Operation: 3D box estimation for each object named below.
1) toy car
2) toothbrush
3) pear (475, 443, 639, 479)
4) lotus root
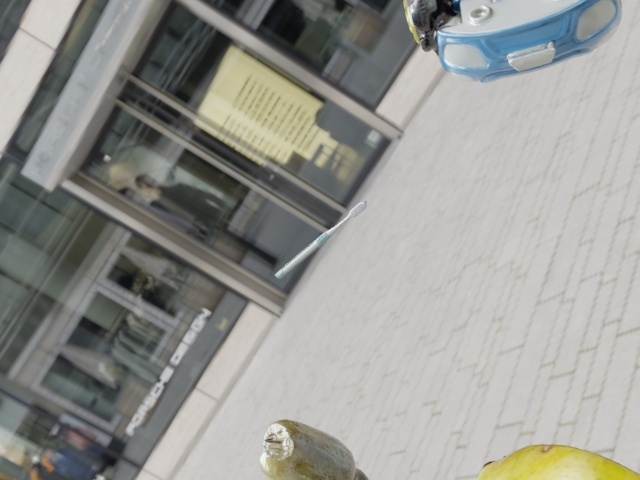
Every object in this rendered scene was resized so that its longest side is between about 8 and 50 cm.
[{"bbox_3d":[0.188,-0.258,0.788,0.198,0.166,0.314,-15,50,17],"label":"toy car"},{"bbox_3d":[0.000,0.000,1.031,0.167,0.011,0.014,-40,8,28],"label":"toothbrush"},{"bbox_3d":[0.273,0.392,0.816,0.191,0.341,0.386,-39,19,-30],"label":"pear"},{"bbox_3d":[-0.007,0.339,1.216,0.088,0.192,0.113,-46,25,35],"label":"lotus root"}]
